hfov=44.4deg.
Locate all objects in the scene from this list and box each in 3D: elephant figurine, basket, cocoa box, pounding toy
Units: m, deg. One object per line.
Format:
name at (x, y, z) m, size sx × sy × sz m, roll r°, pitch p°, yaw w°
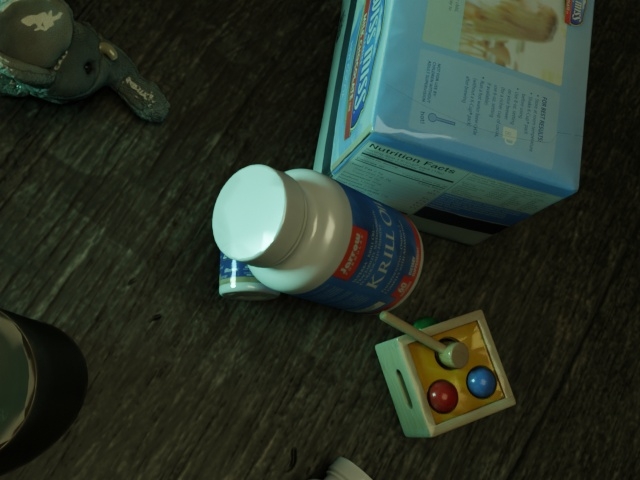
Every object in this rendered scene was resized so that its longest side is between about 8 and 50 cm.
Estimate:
elephant figurine at (-0.294, -0.212, 0.805) m, size 0.185 × 0.169 × 0.240 m, roll -17°, pitch 98°, yaw 9°
basket at (-0.303, 0.129, 0.667) m, size 0.204 × 0.227 × 0.154 m, roll -20°, pitch 83°, yaw -19°
cocoa box at (0.148, -0.205, 0.883) m, size 0.231 × 0.228 × 0.347 m, roll 14°, pitch 73°, yaw -13°
pounding toy at (0.128, 0.134, 0.860) m, size 0.130 × 0.100 × 0.141 m, roll -16°, pitch 81°, yaw -20°

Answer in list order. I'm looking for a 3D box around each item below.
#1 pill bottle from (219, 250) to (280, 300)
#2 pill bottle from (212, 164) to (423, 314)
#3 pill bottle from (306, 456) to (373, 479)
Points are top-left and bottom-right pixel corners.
pill bottle at (-0.075, 0.002, 0.851) m, size 0.067 × 0.067 × 0.120 m, roll 4°, pitch 75°, yaw -15°
pill bottle at (0.000, 0.000, 0.790) m, size 0.221 × 0.124 × 0.124 m, roll 19°, pitch 67°, yaw -51°
pill bottle at (-0.010, 0.299, 0.785) m, size 0.087 × 0.087 × 0.160 m, roll 46°, pitch 68°, yaw -2°
